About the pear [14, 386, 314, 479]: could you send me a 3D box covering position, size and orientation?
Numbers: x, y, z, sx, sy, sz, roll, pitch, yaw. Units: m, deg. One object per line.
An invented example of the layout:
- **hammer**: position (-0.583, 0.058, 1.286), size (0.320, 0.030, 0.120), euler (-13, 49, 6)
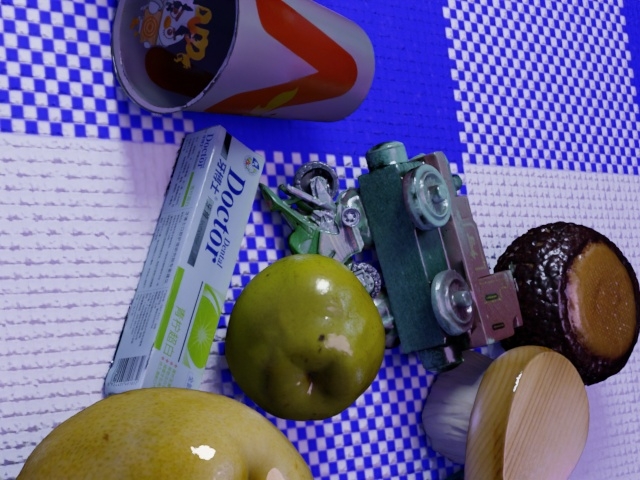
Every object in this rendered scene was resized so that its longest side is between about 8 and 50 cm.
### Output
- **pear**: position (-0.154, 0.285, 1.292), size (0.314, 0.314, 0.314), euler (13, 71, -43)

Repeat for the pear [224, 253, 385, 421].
- **pear**: position (-0.020, 0.110, 1.553), size (0.198, 0.198, 0.198), euler (13, 71, -43)

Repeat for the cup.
- **cup**: position (-0.073, -0.222, 1.593), size (0.288, 0.203, 0.203), euler (6, 76, -51)

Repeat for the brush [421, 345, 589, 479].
- **brush**: position (0.225, 0.260, 1.777), size (0.174, 0.166, 0.266), euler (51, 50, -26)

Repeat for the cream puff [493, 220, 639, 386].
- **cream puff**: position (0.341, 0.092, 1.934), size (0.239, 0.165, 0.239), euler (12, 73, -43)

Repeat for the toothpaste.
- **toothpaste**: position (-0.149, 0.032, 1.529), size (0.081, 0.067, 0.336), euler (36, 57, -37)

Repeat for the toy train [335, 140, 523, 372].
- **toy train**: position (0.147, 0.015, 1.785), size (0.221, 0.150, 0.304), euler (-12, 86, -54)

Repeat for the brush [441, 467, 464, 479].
- **brush**: position (0.202, 0.328, 1.833), size (0.193, 0.032, 0.043), euler (-18, 93, -44)

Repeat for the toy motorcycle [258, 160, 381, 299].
- **toy motorcycle**: position (0.000, 0.000, 1.676), size (0.106, 0.074, 0.190), euler (-24, 95, -9)
